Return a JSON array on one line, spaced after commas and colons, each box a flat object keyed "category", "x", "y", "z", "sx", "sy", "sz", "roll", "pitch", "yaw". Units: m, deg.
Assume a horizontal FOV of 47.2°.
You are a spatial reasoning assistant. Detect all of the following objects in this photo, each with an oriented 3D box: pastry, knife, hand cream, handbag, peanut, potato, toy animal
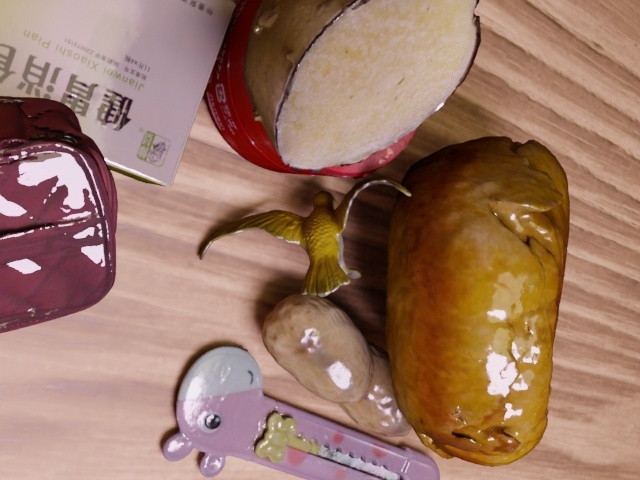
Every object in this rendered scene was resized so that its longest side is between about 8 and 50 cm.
[{"category": "pastry", "x": 0.169, "y": 0.058, "z": 0.752, "sx": 0.356, "sy": 0.164, "sz": 0.356, "roll": 0, "pitch": 90, "yaw": -70}, {"category": "knife", "x": 0.007, "y": 0.234, "z": 0.812, "sx": 0.399, "sy": 0.038, "sz": 0.132, "roll": 31, "pitch": 82, "yaw": -34}, {"category": "hand cream", "x": -0.005, "y": -0.154, "z": 0.693, "sx": 0.193, "sy": 0.125, "sz": 0.193, "roll": -6, "pitch": 101, "yaw": -33}, {"category": "handbag", "x": -0.256, "y": -0.013, "z": 0.503, "sx": 0.225, "sy": 0.135, "sz": 0.146, "roll": -10, "pitch": 122, "yaw": -20}, {"category": "peanut", "x": 0.025, "y": 0.134, "z": 0.772, "sx": 0.085, "sy": 0.104, "sz": 0.228, "roll": -41, "pitch": 125, "yaw": 9}, {"category": "potato", "x": 0.019, "y": -0.155, "z": 0.568, "sx": 0.202, "sy": 0.117, "sz": 0.182, "roll": -27, "pitch": 151, "yaw": -29}, {"category": "toy animal", "x": 0.000, "y": 0.000, "z": 0.725, "sx": 0.155, "sy": 0.219, "sz": 0.095, "roll": -23, "pitch": 97, "yaw": -74}]

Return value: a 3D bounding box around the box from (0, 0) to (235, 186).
[{"category": "box", "x": -0.214, "y": -0.168, "z": 0.587, "sx": 0.260, "sy": 0.062, "sz": 0.175, "roll": 21, "pitch": 85, "yaw": -35}]
